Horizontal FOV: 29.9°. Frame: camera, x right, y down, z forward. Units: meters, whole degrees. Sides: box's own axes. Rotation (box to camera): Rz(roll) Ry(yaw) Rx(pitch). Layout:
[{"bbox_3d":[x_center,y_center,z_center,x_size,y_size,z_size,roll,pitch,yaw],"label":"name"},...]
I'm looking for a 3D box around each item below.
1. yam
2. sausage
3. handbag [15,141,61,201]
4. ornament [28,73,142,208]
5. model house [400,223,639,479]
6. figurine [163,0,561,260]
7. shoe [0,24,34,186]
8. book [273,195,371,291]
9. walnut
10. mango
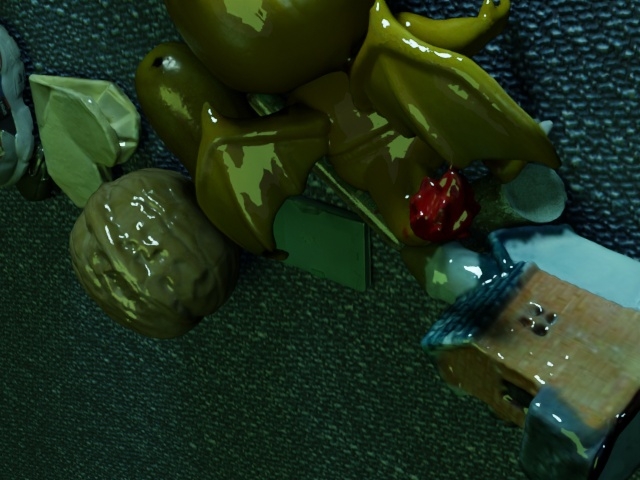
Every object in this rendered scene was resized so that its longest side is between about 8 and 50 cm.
[{"bbox_3d":[0.157,-0.023,1.197,0.179,0.078,0.078,-25,102,50],"label":"yam"},{"bbox_3d":[0.011,-0.080,1.317,0.269,0.033,0.033,45,140,5],"label":"sausage"},{"bbox_3d":[-0.388,-0.097,1.653,0.072,0.047,0.111,45,140,17],"label":"handbag"},{"bbox_3d":[-0.319,-0.146,1.550,0.180,0.059,0.201,48,142,6],"label":"ornament"},{"bbox_3d":[0.198,0.087,1.118,0.291,0.253,0.184,33,147,24],"label":"model house"},{"bbox_3d":[0.023,-0.170,1.060,0.387,0.268,0.401,47,153,-20],"label":"figurine"},{"bbox_3d":[-0.454,-0.169,1.577,0.099,0.125,0.228,21,121,40],"label":"shoe"},{"bbox_3d":[0.000,0.000,1.403,0.135,0.017,0.103,19,129,30],"label":"book"},{"bbox_3d":[-0.204,0.012,1.473,0.213,0.213,0.213,24,134,27],"label":"walnut"},{"bbox_3d":[-0.132,-0.125,1.364,0.136,0.099,0.227,16,140,40],"label":"mango"}]
